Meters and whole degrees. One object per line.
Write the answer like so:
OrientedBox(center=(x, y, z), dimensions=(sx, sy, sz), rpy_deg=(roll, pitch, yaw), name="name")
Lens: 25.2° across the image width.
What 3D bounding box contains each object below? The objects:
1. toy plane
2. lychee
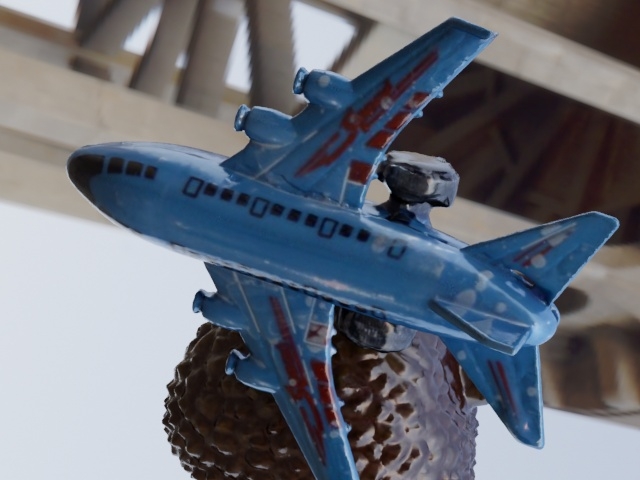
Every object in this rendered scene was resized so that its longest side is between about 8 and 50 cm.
OrientedBox(center=(0.000, 0.000, 0.709), dimensions=(0.271, 0.105, 0.254), rpy_deg=(22, -70, 21), name="toy plane")
OrientedBox(center=(0.011, 0.094, 0.836), dimensions=(0.194, 0.194, 0.194), rpy_deg=(-27, -124, 49), name="lychee")
